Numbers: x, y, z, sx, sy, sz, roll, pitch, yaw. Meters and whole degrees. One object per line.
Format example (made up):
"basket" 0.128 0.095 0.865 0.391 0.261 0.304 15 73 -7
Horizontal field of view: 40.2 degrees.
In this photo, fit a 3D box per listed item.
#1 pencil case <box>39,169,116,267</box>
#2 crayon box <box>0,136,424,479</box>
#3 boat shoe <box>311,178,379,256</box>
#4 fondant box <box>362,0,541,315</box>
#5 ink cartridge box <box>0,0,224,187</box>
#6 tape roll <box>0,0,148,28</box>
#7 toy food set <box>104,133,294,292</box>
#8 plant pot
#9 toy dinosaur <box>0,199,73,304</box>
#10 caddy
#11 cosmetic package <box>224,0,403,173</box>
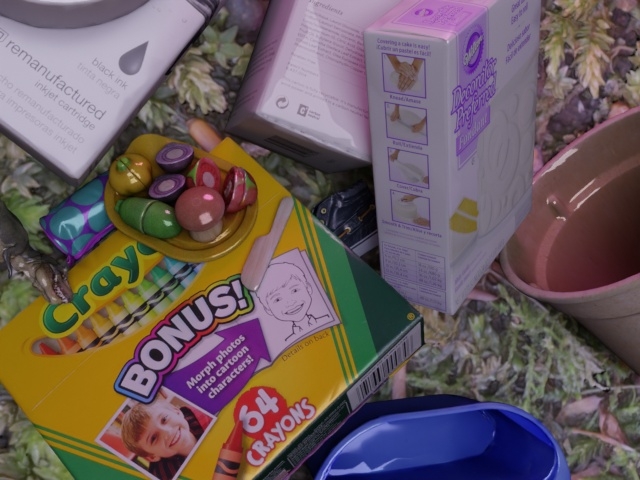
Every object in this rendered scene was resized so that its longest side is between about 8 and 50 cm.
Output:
"pencil case" -0.242 -0.039 1.001 0.151 0.064 0.070 -36 73 -12
"crayon box" -0.125 0.115 0.940 0.363 0.106 0.313 -42 67 -12
"boat shoe" 0.000 0.000 1.077 0.183 0.065 0.083 -33 97 -19
"fondant box" 0.155 -0.119 0.972 0.238 0.096 0.330 -45 139 -41
"ink cartridge box" -0.255 -0.300 0.941 0.285 0.166 0.395 38 80 -13
"tape roll" -0.246 -0.347 0.805 0.286 0.100 0.286 0 90 -14
"toy food set" -0.138 -0.050 0.921 0.217 0.071 0.128 24 68 16
"plant pot" 0.447 0.042 1.096 0.334 0.334 0.305 -48 114 -10
"toy dinosaur" -0.365 -0.022 0.879 0.118 0.064 0.268 -45 111 -35
"caddy" 0.135 0.315 1.057 0.341 0.179 0.242 -4 93 -16
"cosmetic package" 0.029 -0.277 1.011 0.155 0.197 0.366 21 86 -15
